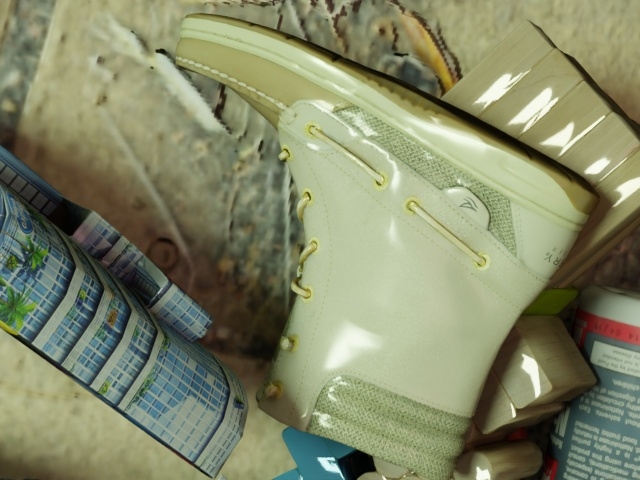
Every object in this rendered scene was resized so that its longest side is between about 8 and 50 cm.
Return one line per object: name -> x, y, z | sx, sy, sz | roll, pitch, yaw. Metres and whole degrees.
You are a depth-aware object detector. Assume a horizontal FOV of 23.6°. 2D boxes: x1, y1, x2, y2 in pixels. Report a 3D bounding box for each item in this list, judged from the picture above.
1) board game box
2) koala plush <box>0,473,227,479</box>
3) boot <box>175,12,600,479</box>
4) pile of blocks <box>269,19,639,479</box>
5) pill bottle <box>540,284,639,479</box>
board game box -> -0.107, 0.021, 0.664 | 0.060, 0.194, 0.194 | -53, 128, -7
koala plush -> -0.117, 0.181, 0.689 | 0.221, 0.203, 0.196 | 15, 102, -46
boot -> 0.000, 0.000, 0.713 | 0.213, 0.077, 0.165 | 28, 100, 14
pile of blocks -> 0.066, 0.072, 0.787 | 0.113, 0.149, 0.362 | 8, 107, -65
pill bottle -> 0.175, 0.121, 0.828 | 0.108, 0.108, 0.180 | 10, 93, -25
